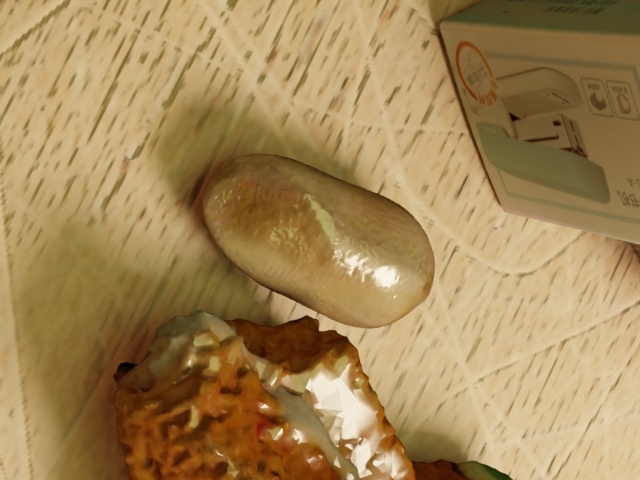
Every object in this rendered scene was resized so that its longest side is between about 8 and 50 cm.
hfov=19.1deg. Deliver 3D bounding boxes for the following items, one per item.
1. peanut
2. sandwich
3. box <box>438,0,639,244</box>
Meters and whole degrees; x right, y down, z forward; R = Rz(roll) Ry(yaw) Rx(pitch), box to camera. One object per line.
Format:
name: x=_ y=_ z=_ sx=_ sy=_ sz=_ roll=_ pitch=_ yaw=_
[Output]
peanut: x=0.000 y=0.000 z=1.065 sx=0.152 sy=0.076 sz=0.076 roll=26 pitch=85 yaw=-28
sandwich: x=-0.001 y=0.164 z=1.031 sx=0.250 sy=0.162 sz=0.301 roll=-40 pitch=110 yaw=-13
box: x=0.175 y=-0.073 z=1.030 sx=0.079 sy=0.269 sz=0.135 roll=-28 pitch=109 yaw=-20
